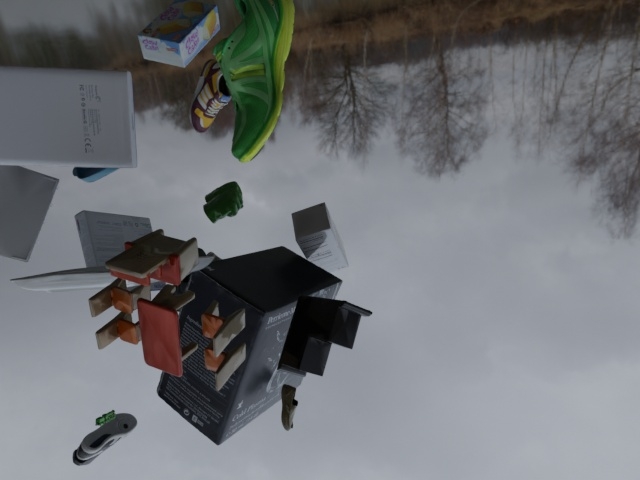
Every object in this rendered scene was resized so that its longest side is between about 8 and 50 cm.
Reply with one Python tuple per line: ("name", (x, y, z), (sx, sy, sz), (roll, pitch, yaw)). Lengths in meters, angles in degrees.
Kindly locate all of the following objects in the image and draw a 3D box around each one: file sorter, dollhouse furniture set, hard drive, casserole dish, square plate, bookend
("file sorter", (-0.982, -0.086, 1.472), (0.192, 0.278, 0.173), (19, 168, -23))
("dollhouse furniture set", (-0.276, 0.124, 0.783), (0.261, 0.259, 0.135), (13, -151, 16))
("hard drive", (-0.581, -0.271, 1.021), (0.318, 0.211, 0.040), (1, -166, -5))
("casserole dish", (-0.643, -0.235, 1.371), (0.188, 0.037, 0.114), (-30, -128, -5))
("square plate", (-0.500, 0.084, 1.159), (0.343, 0.049, 0.347), (-6, -179, 20))
("bookend", (0.005, 0.193, 0.885), (0.072, 0.156, 0.157), (25, 164, -31))

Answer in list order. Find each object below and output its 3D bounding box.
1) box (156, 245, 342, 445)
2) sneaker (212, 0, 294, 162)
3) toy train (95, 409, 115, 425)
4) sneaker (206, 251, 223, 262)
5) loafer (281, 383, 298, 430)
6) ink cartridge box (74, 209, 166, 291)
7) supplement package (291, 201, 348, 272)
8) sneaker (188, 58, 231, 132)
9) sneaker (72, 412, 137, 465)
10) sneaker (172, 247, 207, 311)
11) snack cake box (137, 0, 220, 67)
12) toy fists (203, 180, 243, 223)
("box", (-0.221, 0.310, 1.527), (0.297, 0.472, 0.479), (27, -161, 23))
("sneaker", (-0.123, -0.275, 0.772), (0.123, 0.296, 0.109), (8, 177, -17))
("toy train", (-0.582, 0.480, 1.246), (0.017, 0.024, 0.083), (1, 176, 6))
("sneaker", (-0.444, 0.153, 2.100), (0.115, 0.281, 0.105), (31, -101, 20))
("loafer", (-0.097, 0.535, 1.468), (0.050, 0.148, 0.056), (-3, -177, 9))
("ink cartridge box", (-0.773, 0.056, 1.805), (0.071, 0.330, 0.324), (-21, 168, 21))
("supplement package", (0.000, 0.000, 1.707), (0.133, 0.244, 0.139), (-19, -132, 8))
("sneaker", (-0.267, -0.347, 1.138), (0.083, 0.186, 0.069), (34, -152, 27))
("sneaker", (-0.702, 0.641, 1.479), (0.121, 0.079, 0.217), (-46, 167, 15))
("sneaker", (-0.451, 0.120, 1.643), (0.121, 0.111, 0.300), (-42, -153, 26))
("snack cake box", (-0.465, -0.697, 1.534), (0.152, 0.089, 0.265), (16, -126, 8))
("toy fists", (-0.367, -0.153, 1.786), (0.142, 0.096, 0.279), (-33, -158, 2))
